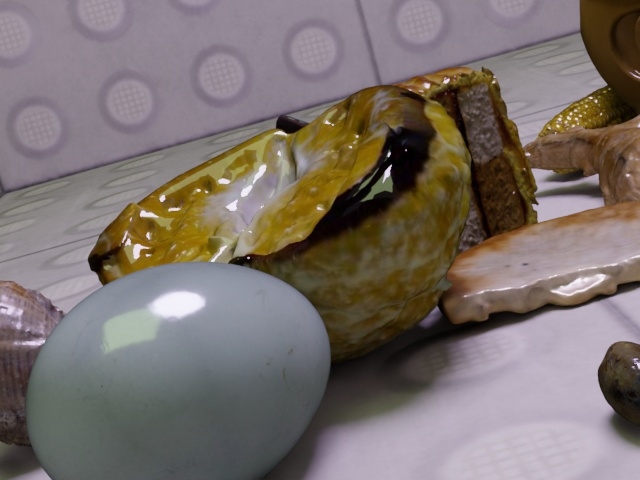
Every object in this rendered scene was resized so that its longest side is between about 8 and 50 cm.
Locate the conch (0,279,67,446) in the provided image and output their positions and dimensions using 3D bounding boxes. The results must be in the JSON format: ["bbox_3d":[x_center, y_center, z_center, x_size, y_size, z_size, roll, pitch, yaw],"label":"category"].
[{"bbox_3d":[-0.246,0.114,1.177,0.245,0.163,0.178,16,35,6],"label":"conch"}]

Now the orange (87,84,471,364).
[{"bbox_3d":[-0.012,0.005,1.177,0.369,0.210,0.271,-18,35,30],"label":"orange"}]

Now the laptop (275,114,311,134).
[{"bbox_3d":[0.038,-0.039,1.314,0.207,0.154,0.026,23,38,30],"label":"laptop"}]

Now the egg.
[{"bbox_3d":[-0.098,0.106,0.941,0.183,0.182,0.264,-4,11,42],"label":"egg"}]

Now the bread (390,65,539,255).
[{"bbox_3d":[0.138,-0.075,1.354,0.096,0.222,0.181,-4,21,47],"label":"bread"}]

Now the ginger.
[{"bbox_3d":[0.355,-0.101,1.461,0.148,0.081,0.334,-64,25,-7],"label":"ginger"}]

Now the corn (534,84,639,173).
[{"bbox_3d":[0.413,-0.170,1.721,0.310,0.101,0.101,-26,16,-29],"label":"corn"}]

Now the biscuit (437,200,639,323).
[{"bbox_3d":[0.255,0.013,1.237,0.309,0.040,0.204,-15,13,-1],"label":"biscuit"}]

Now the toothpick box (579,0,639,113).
[{"bbox_3d":[0.522,-0.324,1.553,0.409,0.409,0.425,-1,28,49],"label":"toothpick box"}]

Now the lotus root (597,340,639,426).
[{"bbox_3d":[0.222,0.101,0.868,0.049,0.054,0.099,-7,12,-6],"label":"lotus root"}]
